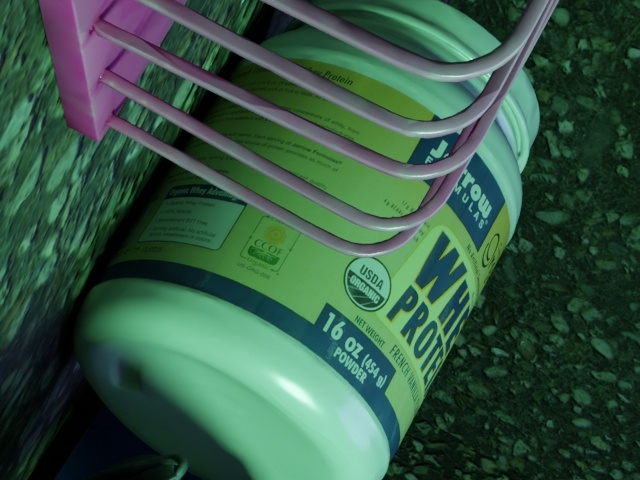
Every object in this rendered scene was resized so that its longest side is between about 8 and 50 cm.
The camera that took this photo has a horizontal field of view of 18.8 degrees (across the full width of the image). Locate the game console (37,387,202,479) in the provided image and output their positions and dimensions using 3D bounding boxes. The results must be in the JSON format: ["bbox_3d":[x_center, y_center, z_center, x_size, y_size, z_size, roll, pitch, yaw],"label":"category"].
[{"bbox_3d":[-0.168,0.253,1.483,0.293,0.250,0.173,-59,150,-34],"label":"game console"}]

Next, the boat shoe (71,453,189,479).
[{"bbox_3d":[-0.132,0.214,1.130,0.187,0.156,0.500,-32,160,14],"label":"boat shoe"}]

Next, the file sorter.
[{"bbox_3d":[0.013,-0.131,0.811,0.202,0.182,0.290,-61,177,-13],"label":"file sorter"}]

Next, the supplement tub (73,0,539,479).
[{"bbox_3d":[0.000,0.000,1.319,0.316,0.228,0.228,-60,176,-27],"label":"supplement tub"}]
